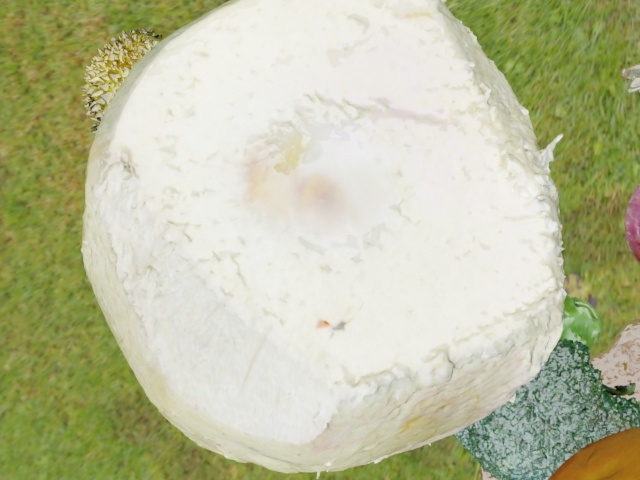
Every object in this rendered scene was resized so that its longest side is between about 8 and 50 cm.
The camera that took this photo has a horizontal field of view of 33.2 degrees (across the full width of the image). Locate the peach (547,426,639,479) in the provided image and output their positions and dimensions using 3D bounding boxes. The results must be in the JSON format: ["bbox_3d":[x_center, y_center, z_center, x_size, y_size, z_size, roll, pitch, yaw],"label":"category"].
[{"bbox_3d":[0.353,0.349,1.040,0.343,0.301,0.342,3,105,9],"label":"peach"}]

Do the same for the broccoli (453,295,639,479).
[{"bbox_3d":[0.311,0.200,1.488,0.297,0.297,0.297,25,151,16],"label":"broccoli"}]

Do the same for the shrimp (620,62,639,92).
[{"bbox_3d":[0.425,-0.109,1.108,0.317,0.077,0.168,14,109,-22],"label":"shrimp"}]

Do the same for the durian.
[{"bbox_3d":[-0.320,-0.252,1.952,0.258,0.293,0.258,-2,99,-12],"label":"durian"}]

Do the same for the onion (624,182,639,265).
[{"bbox_3d":[0.520,-0.023,1.532,0.153,0.177,0.177,20,118,52],"label":"onion"}]

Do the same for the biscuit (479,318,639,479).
[{"bbox_3d":[0.458,0.316,1.899,0.394,0.076,0.368,-17,88,5],"label":"biscuit"}]

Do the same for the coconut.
[{"bbox_3d":[0.000,0.000,0.674,0.297,0.254,0.297,1,70,-2],"label":"coconut"}]
